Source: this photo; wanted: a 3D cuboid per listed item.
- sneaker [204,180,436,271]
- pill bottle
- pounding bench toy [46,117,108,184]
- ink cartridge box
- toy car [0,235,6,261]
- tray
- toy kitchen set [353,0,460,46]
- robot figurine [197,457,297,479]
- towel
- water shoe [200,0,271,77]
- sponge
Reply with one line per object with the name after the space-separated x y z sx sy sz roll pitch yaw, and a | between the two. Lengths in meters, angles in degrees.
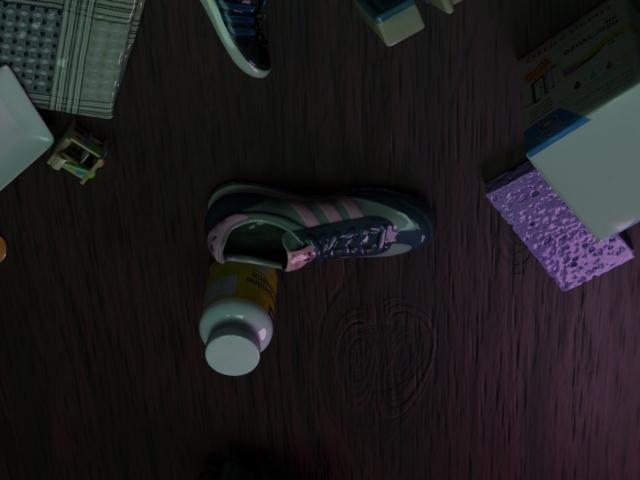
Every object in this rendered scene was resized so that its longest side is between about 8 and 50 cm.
0.000 0.000 2.025 0.319 0.131 0.112 1 127 1 | sneaker
-0.115 0.100 2.073 0.103 0.184 0.103 1 128 2 | pill bottle
-0.323 -0.108 1.986 0.065 0.083 0.052 33 121 -20 | pounding bench toy
0.360 -0.155 1.830 0.171 0.232 0.168 -33 117 24 | ink cartridge box
-0.546 0.005 2.051 0.238 0.219 0.210 -12 108 -40 | toy car
-0.473 -0.094 1.897 0.270 0.030 0.145 -44 135 -19 | tray
0.123 -0.366 1.777 0.207 0.122 0.166 -29 123 -2 | toy kitchen set
-0.073 0.454 2.352 0.278 0.209 0.173 35 84 -21 | robot figurine
-0.376 -0.298 1.843 0.312 0.056 0.324 13 131 -10 | towel
-0.096 -0.291 1.846 0.080 0.073 0.203 -22 124 15 | water shoe
0.332 -0.027 2.055 0.117 0.031 0.210 -29 121 22 | sponge
